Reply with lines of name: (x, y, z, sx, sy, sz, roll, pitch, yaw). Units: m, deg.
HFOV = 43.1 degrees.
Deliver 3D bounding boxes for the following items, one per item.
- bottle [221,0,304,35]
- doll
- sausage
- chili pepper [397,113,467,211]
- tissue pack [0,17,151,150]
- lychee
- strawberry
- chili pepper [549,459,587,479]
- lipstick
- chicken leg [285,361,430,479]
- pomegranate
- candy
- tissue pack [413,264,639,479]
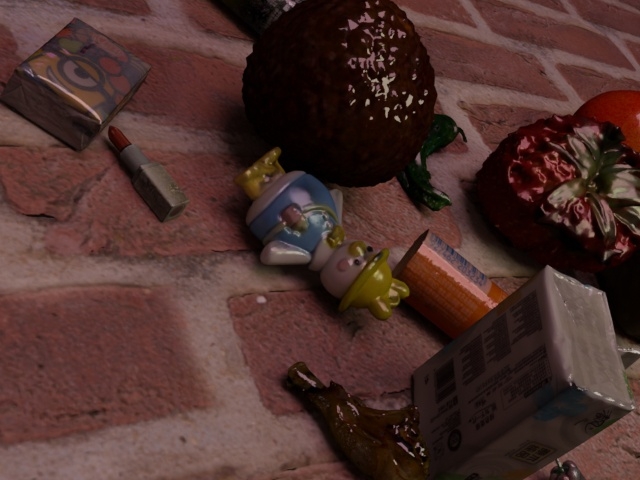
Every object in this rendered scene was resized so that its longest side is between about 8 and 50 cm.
bottle: (-0.026, -0.318, 1.252, 0.330, 0.093, 0.093, 42, 37, 1)
doll: (0.001, -0.001, 0.953, 0.241, 0.098, 0.135, 42, 16, 4)
sausage: (0.229, 0.117, 1.040, 0.312, 0.093, 0.093, 39, 37, -3)
chili pepper: (0.178, -0.150, 1.288, 0.122, 0.065, 0.279, 45, 38, -10)
tissue pack: (-0.273, -0.181, 0.925, 0.109, 0.060, 0.148, 35, 38, -10)
lychee: (0.026, -0.188, 1.035, 0.261, 0.260, 0.260, 24, 40, -22)
strawberry: (0.374, -0.069, 1.277, 0.261, 0.257, 0.261, 5, 72, -17)
chili pepper: (0.310, 0.313, 0.954, 0.050, 0.041, 0.153, -35, 95, -32)
lipstick: (-0.200, -0.080, 0.912, 0.129, 0.030, 0.030, 51, 38, 12)
chicken leg: (0.042, 0.182, 0.836, 0.178, 0.070, 0.093, 34, 61, 11)
pomegranate: (0.571, -0.156, 1.516, 0.221, 0.221, 0.256, -6, 73, -44)
candy: (0.531, 0.063, 1.348, 0.104, 0.102, 0.234, 20, 40, -26)
tissue pack: (0.223, 0.167, 0.866, 0.145, 0.229, 0.159, 25, 40, -20)
